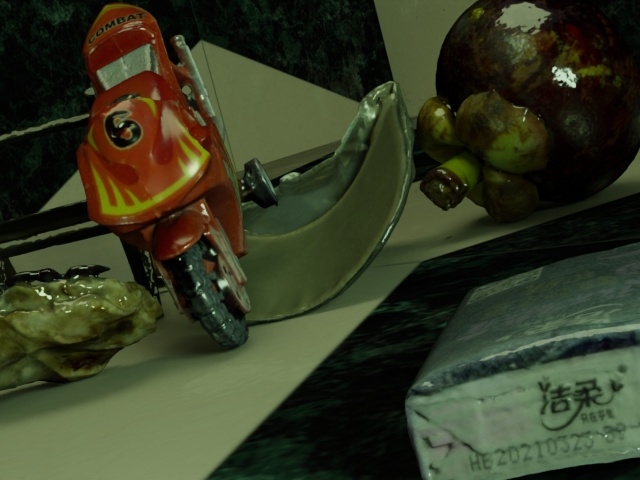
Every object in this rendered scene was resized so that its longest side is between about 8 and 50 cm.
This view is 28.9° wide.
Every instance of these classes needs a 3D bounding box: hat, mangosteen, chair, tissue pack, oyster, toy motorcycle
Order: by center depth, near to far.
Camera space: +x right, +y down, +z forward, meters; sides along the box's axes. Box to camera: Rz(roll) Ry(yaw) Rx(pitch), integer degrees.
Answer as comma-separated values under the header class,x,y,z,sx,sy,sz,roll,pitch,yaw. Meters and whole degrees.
class,x,y,z,sx,sy,sz,roll,pitch,yaw
tissue pack,0.100,0.042,0.480,0.112,0.051,0.156,-15,7,17
oyster,-0.266,0.094,0.788,0.345,0.079,0.129,-17,-14,-1
toy motorcycle,-0.104,-0.054,0.863,0.089,0.171,0.298,-33,34,8
hat,0.000,0.000,0.972,0.214,0.149,0.245,-27,42,14
chair,-0.214,0.019,1.033,0.154,0.141,0.260,-15,-38,-4
mangosteen,0.162,-0.104,1.039,0.217,0.192,0.192,-38,12,-12

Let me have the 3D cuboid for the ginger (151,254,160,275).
class,x,y,z,sx,sy,sz,roll,pitch,yaw
ginger,-0.150,0.013,1.242,0.193,0.053,0.176,-15,1,-13
